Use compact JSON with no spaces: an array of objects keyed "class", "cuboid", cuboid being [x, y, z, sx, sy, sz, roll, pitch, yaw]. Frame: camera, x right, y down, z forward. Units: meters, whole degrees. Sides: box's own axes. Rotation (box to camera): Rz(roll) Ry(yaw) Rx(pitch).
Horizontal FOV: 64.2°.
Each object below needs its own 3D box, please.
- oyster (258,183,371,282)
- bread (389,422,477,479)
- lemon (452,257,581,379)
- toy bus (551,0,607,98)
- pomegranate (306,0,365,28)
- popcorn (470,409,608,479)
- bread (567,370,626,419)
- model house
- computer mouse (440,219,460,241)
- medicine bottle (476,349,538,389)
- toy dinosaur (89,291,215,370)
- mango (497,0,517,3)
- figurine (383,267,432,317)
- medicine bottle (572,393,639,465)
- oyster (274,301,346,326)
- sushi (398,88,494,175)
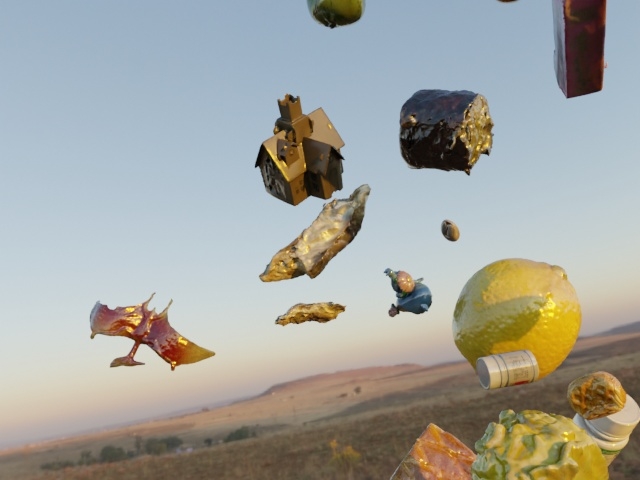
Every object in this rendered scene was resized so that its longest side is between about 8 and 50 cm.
[{"class":"oyster","cuboid":[0.004,0.002,1.256,0.341,0.110,0.166,-41,-10,-23]},{"class":"bread","cuboid":[0.312,0.684,1.328,0.279,0.279,0.207,-37,-30,-30]},{"class":"lemon","cuboid":[0.507,0.209,1.343,0.336,0.336,0.336,-10,-16,-3]},{"class":"toy bus","cuboid":[0.448,-0.372,0.879,0.090,0.112,0.274,-9,-28,24]},{"class":"pomegranate","cuboid":[0.034,-0.620,1.252,0.152,0.131,0.191,6,-41,16]},{"class":"popcorn","cuboid":[0.398,0.431,0.919,0.249,0.249,0.225,-5,0,-18]},{"class":"bread","cuboid":[0.545,0.307,1.012,0.044,0.083,0.111,-14,-23,-44]},{"class":"model house","cuboid":[-0.041,-0.239,1.272,0.211,0.204,0.243,-39,-44,-30]},{"class":"computer mouse","cuboid":[0.430,-0.028,1.703,0.039,0.066,0.096,-50,-37,-12]},{"class":"medicine bottle","cuboid":[0.331,0.229,0.907,0.091,0.058,0.058,-7,-16,-7]},{"class":"toy dinosaur","cuboid":[-0.446,0.243,1.344,0.327,0.207,0.113,-2,-16,-6]},{"class":"mango","cuboid":[0.494,-0.723,1.298,0.112,0.145,0.219,-29,-45,-36]},{"class":"figurine","cuboid":[0.258,0.166,1.597,0.144,0.178,0.114,-43,8,19]},{"class":"medicine bottle","cuboid":[0.765,0.519,1.399,0.139,0.139,0.237,-6,-51,-16]},{"class":"oyster","cuboid":[-0.024,0.170,1.185,0.165,0.053,0.108,-1,-7,-5]},{"class":"sushi","cuboid":[0.449,-0.401,1.860,0.294,0.281,0.299,17,-19,35]}]
